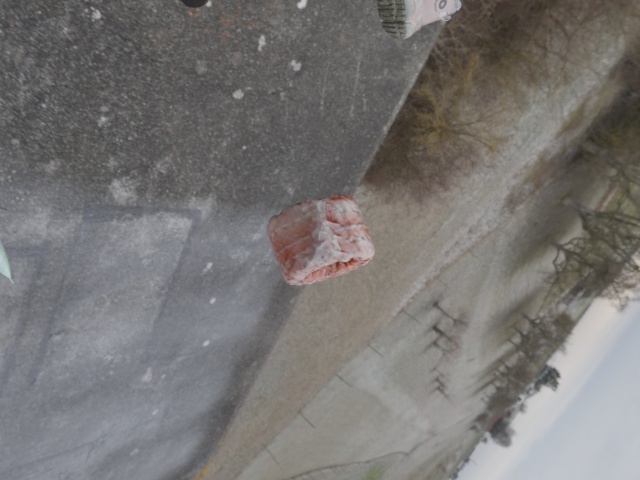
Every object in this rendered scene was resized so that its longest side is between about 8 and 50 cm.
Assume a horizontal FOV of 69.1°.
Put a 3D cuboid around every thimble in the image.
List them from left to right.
[{"bbox_3d":[0.000,0.000,1.080,0.240,0.162,0.239,-17,167,-4],"label":"thimble"}]

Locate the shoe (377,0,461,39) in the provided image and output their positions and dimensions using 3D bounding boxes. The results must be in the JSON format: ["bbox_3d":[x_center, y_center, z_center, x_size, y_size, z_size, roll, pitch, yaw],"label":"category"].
[{"bbox_3d":[0.244,-0.702,1.153,0.198,0.172,0.350,-22,131,-17],"label":"shoe"}]

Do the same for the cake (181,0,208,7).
[{"bbox_3d":[-0.424,-0.949,1.629,0.178,0.208,0.185,-60,139,-30],"label":"cake"}]

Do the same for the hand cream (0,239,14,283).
[{"bbox_3d":[-0.470,-0.030,0.621,0.050,0.078,0.204,-33,140,-28],"label":"hand cream"}]
